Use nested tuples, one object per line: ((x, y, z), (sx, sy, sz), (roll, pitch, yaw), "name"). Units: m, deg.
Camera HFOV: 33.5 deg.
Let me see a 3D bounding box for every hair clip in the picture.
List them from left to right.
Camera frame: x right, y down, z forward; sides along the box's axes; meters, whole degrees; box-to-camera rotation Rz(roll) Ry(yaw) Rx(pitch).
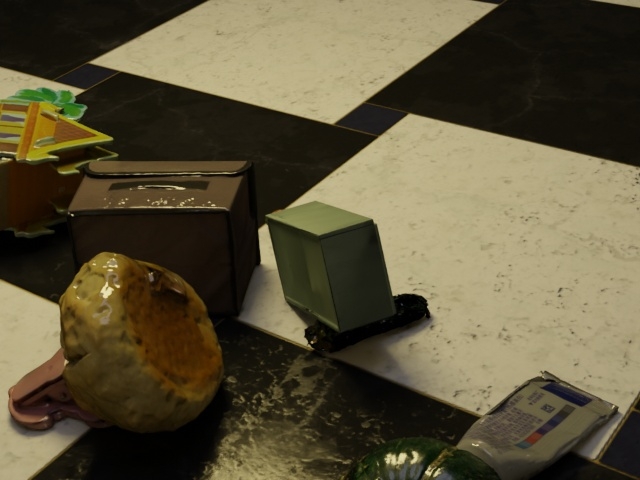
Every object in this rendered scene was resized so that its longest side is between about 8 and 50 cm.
((-0.323, 0.198, 1.374), (0.138, 0.102, 0.123), (-36, 29, 14), "hair clip")

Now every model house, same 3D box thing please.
((-0.500, -0.129, 1.788), (0.312, 0.242, 0.358), (6, 30, -12), "model house")

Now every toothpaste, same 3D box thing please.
((0.223, 0.229, 1.223), (0.282, 0.068, 0.099), (-24, 67, -42), "toothpaste")

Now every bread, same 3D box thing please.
((-0.230, 0.127, 1.304), (0.134, 0.244, 0.244), (-27, 25, 24), "bread")

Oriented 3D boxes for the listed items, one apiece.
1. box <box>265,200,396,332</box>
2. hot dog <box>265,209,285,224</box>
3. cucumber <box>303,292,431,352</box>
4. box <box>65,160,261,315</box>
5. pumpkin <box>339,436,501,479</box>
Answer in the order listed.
((0.010, 0.028, 1.424), (0.086, 0.129, 0.225), (-16, 13, -16), "box")
((-0.026, -0.026, 1.669), (0.122, 0.037, 0.049), (6, 23, 9), "hot dog")
((0.067, 0.108, 1.438), (0.181, 0.053, 0.053), (-16, 34, -21), "cucumber")
((-0.225, -0.004, 1.532), (0.252, 0.188, 0.153), (2, 31, 7), "box")
((0.097, 0.285, 1.051), (0.190, 0.146, 0.190), (-24, 51, 33), "pumpkin")
